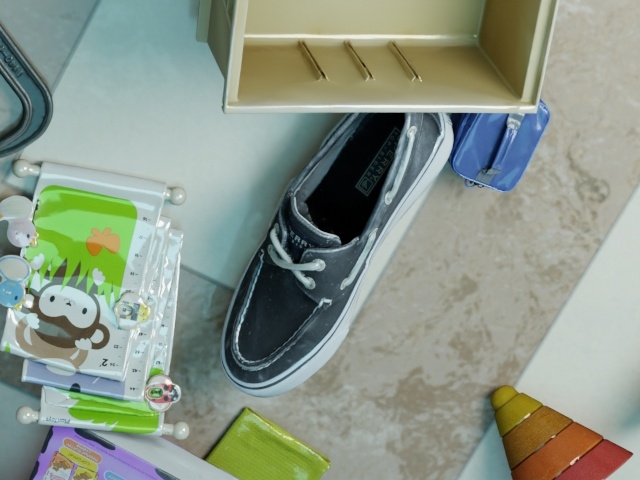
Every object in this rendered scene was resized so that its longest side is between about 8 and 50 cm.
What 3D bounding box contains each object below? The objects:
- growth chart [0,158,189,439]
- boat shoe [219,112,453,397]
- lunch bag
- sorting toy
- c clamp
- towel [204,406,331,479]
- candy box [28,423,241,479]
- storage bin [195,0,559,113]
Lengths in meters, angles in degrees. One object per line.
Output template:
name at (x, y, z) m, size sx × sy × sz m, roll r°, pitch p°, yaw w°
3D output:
growth chart at (-0.194, 0.051, 1.652) m, size 0.172 × 0.021 × 0.237 m, roll 1°, pitch 92°, yaw -12°
boat shoe at (0.000, 0.000, 1.628) m, size 0.108 × 0.102 × 0.301 m, roll 40°, pitch 100°, yaw 21°
lunch bag at (0.147, -0.089, 1.658) m, size 0.067 × 0.065 × 0.098 m, roll 20°, pitch 105°, yaw -15°
sorting toy at (0.294, 0.105, 1.751) m, size 0.365 × 0.127 × 0.126 m, roll -40°, pitch 81°, yaw 4°
c clamp at (-0.307, -0.126, 1.603) m, size 0.137 × 0.022 × 0.161 m, roll -41°, pitch 109°, yaw 2°
towel at (-0.098, 0.269, 1.777) m, size 0.102 × 0.021 × 0.237 m, roll 34°, pitch 102°, yaw -19°
candy box at (-0.185, 0.264, 1.704) m, size 0.165 × 0.070 × 0.196 m, roll 27°, pitch 105°, yaw 10°
storage bin at (0.052, -0.242, 1.516) m, size 0.262 × 0.123 × 0.260 m, roll -1°, pitch 121°, yaw -17°
